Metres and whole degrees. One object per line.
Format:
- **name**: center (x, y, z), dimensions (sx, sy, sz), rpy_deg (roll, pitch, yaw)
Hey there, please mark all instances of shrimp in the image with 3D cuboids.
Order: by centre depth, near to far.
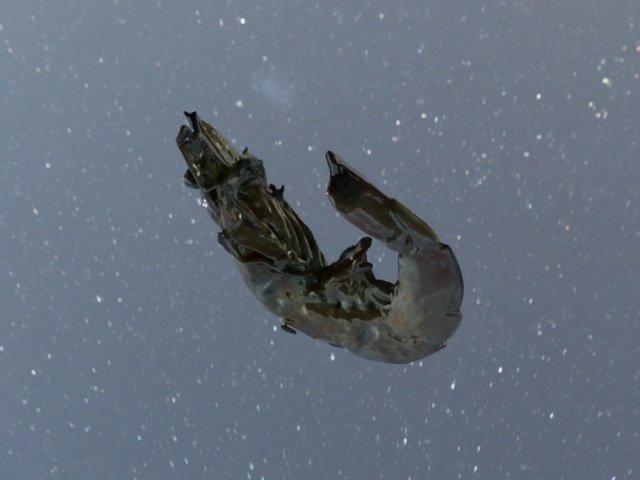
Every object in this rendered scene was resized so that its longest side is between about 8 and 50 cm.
- **shrimp**: center (0.000, 0.000, 0.850), dimensions (0.246, 0.360, 0.085), rpy_deg (-20, -148, 44)
